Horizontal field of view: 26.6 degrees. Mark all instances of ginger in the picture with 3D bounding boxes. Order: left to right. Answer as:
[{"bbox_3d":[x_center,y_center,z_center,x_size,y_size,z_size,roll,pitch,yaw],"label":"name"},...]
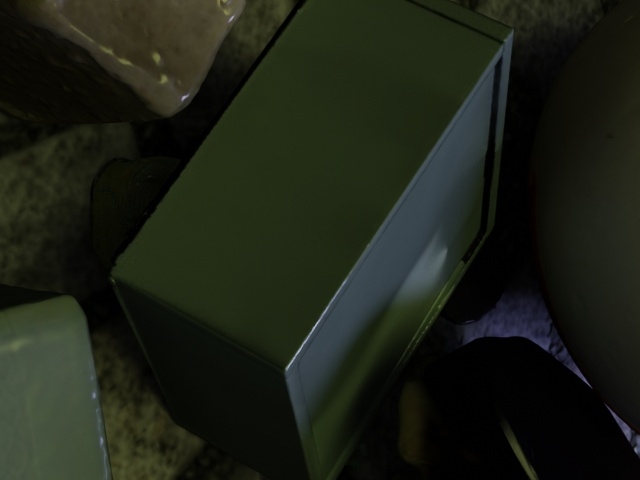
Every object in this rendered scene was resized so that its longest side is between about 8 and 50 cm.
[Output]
[{"bbox_3d":[0.130,0.261,0.867,0.413,0.211,0.358,41,23,-49],"label":"ginger"}]

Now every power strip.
[{"bbox_3d":[-0.230,0.109,0.653,0.224,0.140,0.139,-14,102,-37],"label":"power strip"}]

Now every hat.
[{"bbox_3d":[-0.093,-0.013,0.807,0.077,0.059,0.076,0,88,-34],"label":"hat"}]

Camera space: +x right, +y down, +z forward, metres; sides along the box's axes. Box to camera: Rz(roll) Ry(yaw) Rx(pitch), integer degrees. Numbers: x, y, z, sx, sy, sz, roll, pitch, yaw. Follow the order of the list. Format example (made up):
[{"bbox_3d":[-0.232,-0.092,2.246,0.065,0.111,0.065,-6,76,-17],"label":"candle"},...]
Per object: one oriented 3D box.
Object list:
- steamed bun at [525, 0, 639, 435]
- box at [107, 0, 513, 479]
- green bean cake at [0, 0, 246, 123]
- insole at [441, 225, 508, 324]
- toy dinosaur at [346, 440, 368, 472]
[{"bbox_3d":[0.280,0.004,0.961,0.374,0.241,0.374,45,31,-37],"label":"steamed bun"},{"bbox_3d":[0.000,0.000,0.776,0.225,0.117,0.225,-56,162,-21],"label":"box"},{"bbox_3d":[-0.134,-0.119,0.692,0.109,0.179,0.085,35,72,-33],"label":"green bean cake"},{"bbox_3d":[0.067,-0.080,0.957,0.110,0.012,0.310,-37,114,-32],"label":"insole"},{"bbox_3d":[0.000,0.146,0.911,0.062,0.021,0.083,-5,96,-25],"label":"toy dinosaur"}]
